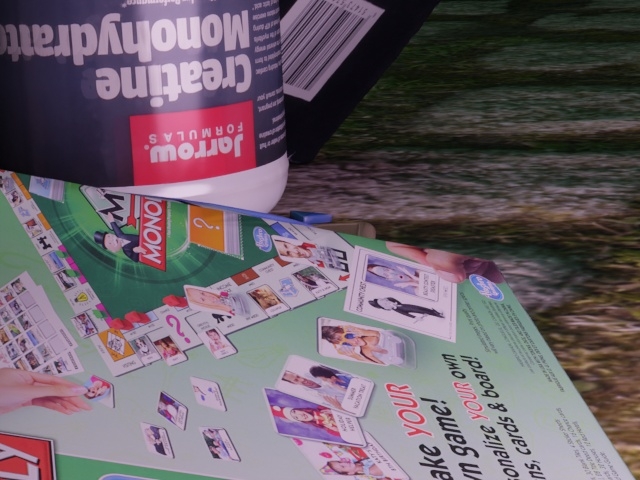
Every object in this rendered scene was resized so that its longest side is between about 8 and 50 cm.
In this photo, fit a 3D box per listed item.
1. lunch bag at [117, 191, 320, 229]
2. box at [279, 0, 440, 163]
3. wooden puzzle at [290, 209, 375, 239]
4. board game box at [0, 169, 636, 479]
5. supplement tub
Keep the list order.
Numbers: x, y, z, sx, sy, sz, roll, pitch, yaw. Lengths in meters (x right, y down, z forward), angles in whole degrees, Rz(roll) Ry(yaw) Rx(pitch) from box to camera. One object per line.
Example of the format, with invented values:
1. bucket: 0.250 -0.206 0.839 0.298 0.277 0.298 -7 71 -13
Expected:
1. lunch bag: -0.129 0.059 0.664 0.243 0.115 0.303 10 18 25
2. box: -0.139 -0.275 1.333 0.395 0.212 0.293 46 15 21
3. wooden puzzle: 0.000 0.000 1.108 0.078 0.014 0.116 4 14 9
4. board game box: -0.010 0.072 0.464 0.213 0.046 0.317 10 22 -15
5. supplement tub: -0.117 -0.106 1.010 0.191 0.272 0.191 -3 13 1
